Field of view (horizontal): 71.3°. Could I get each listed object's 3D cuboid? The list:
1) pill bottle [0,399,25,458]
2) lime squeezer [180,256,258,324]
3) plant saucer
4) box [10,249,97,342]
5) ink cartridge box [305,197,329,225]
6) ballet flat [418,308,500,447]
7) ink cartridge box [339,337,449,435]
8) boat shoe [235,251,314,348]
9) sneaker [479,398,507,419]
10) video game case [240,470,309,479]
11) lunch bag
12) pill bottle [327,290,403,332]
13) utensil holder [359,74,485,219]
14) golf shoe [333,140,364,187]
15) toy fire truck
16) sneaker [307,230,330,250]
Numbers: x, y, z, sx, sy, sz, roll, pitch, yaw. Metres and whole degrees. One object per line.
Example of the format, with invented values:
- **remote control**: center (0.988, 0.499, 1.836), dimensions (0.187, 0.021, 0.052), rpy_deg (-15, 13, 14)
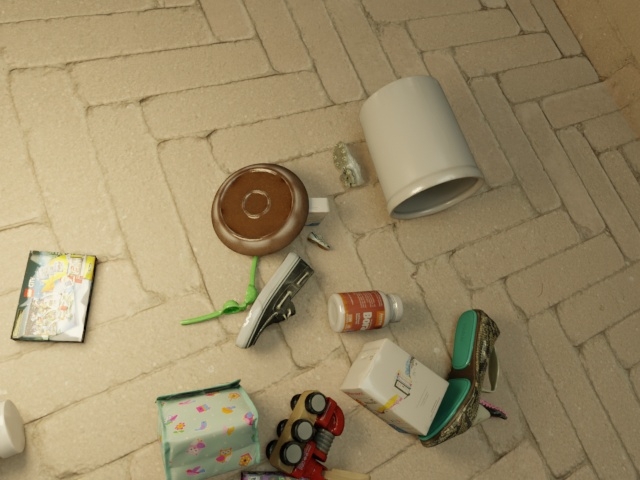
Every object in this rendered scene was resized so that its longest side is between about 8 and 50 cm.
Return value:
- **pill bottle**: center (-0.809, 0.456, 0.963), dimensions (0.264, 0.153, 0.153), rpy_deg (-17, 78, -23)
- **lime squeezer**: center (-0.257, 0.163, 1.305), dimensions (0.110, 0.059, 0.310), rpy_deg (45, 65, 0)
- **plant saucer**: center (-0.190, -0.106, 1.357), dimensions (0.310, 0.050, 0.311), rpy_deg (-2, 73, 7)
- **box**: center (-0.691, 0.147, 1.170), dimensions (0.159, 0.044, 0.233), rpy_deg (6, 70, -17)
- **ink cartridge box**: center (-0.033, -0.091, 1.431), dimensions (0.088, 0.122, 0.052), rpy_deg (-2, 73, -20)
- **ballet flat**: center (0.470, 0.447, 1.398), dimensions (0.182, 0.164, 0.483), rpy_deg (36, 61, -10)
- **ink cartridge box**: center (0.210, 0.426, 1.305), dimensions (0.232, 0.171, 0.168), rpy_deg (37, 64, -3)
- **boat shoe**: center (-0.122, 0.182, 1.306), dimensions (0.119, 0.121, 0.335), rpy_deg (32, 63, -1)
- **sneaker**: center (0.546, 0.558, 1.445), dimensions (0.119, 0.047, 0.057), rpy_deg (26, 71, 0)
- **video game case**: center (-0.113, 0.731, 1.161), dimensions (0.210, 0.042, 0.232), rpy_deg (10, 69, -17)
- **lunch bag**: center (-0.284, 0.443, 1.097), dimensions (0.223, 0.262, 0.160), rpy_deg (-6, 105, -22)
- **pill bottle**: center (0.139, 0.217, 1.382), dimensions (0.216, 0.121, 0.121), rpy_deg (-2, 72, -19)
- **utensil holder**: center (0.329, -0.308, 1.526), dimensions (0.327, 0.327, 0.385), rpy_deg (-11, 72, -22)
- **golf shoe**: center (0.102, -0.268, 1.583), dimensions (0.086, 0.069, 0.176), rpy_deg (-6, 75, -41)
- **toy fire truck**: center (0.016, 0.555, 1.205), dimensions (0.246, 0.158, 0.217), rpy_deg (40, 55, -13)
- **sneaker**: center (0.000, 0.000, 1.461), dimensions (0.083, 0.032, 0.037), rpy_deg (34, 65, -6)
